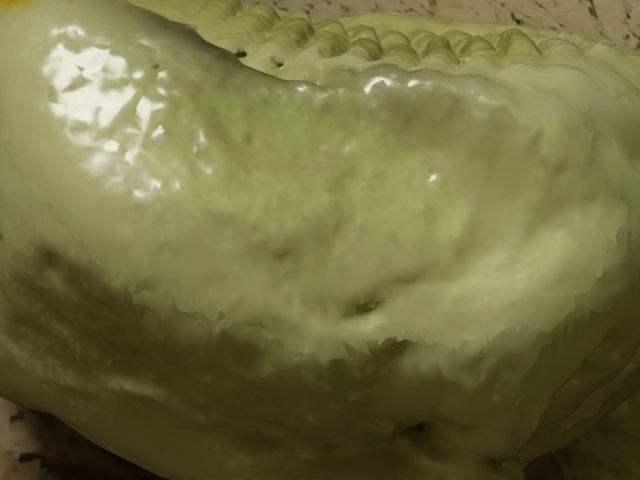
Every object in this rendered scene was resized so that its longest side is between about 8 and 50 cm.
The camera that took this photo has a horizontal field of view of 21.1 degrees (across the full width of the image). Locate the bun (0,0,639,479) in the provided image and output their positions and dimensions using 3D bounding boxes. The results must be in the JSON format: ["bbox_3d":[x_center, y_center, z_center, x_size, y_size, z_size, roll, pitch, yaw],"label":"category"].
[{"bbox_3d":[0.000,0.000,0.489,0.229,0.145,0.229,5,8,-1],"label":"bun"}]
